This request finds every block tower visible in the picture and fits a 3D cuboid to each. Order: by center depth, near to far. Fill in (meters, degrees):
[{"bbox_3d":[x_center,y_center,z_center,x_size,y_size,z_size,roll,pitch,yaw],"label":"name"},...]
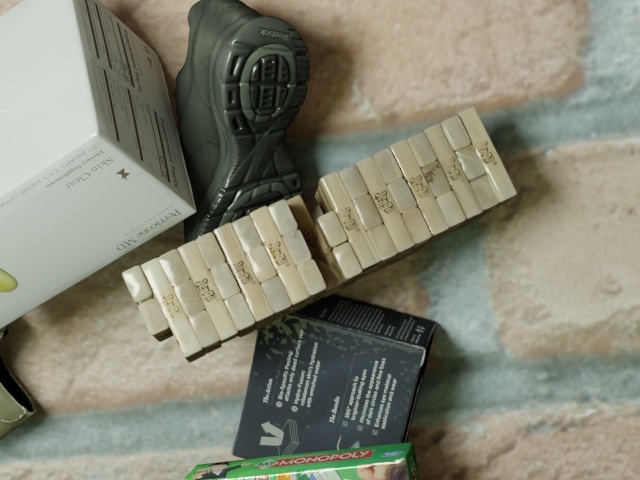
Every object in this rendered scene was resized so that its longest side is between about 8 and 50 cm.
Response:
[{"bbox_3d":[0.000,0.000,1.195,0.335,0.097,0.091,-26,85,-6],"label":"block tower"}]

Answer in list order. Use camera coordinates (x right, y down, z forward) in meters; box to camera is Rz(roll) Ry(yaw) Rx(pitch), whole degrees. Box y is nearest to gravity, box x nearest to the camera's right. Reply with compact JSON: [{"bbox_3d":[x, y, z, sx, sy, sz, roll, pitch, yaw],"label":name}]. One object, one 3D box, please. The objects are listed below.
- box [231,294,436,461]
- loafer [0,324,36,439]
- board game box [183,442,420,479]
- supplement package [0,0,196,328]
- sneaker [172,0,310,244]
[{"bbox_3d":[0.013,0.139,1.285,0.158,0.093,0.156,15,106,8],"label":"box"},{"bbox_3d":[-0.354,0.085,1.361,0.087,0.094,0.251,-18,103,3],"label":"loafer"},{"bbox_3d":[0.008,0.353,1.262,0.213,0.046,0.317,-8,100,15],"label":"board game box"},{"bbox_3d":[-0.272,-0.069,1.223,0.262,0.145,0.204,-30,52,17],"label":"supplement package"},{"bbox_3d":[-0.083,-0.093,1.254,0.130,0.109,0.286,44,133,43],"label":"sneaker"}]
